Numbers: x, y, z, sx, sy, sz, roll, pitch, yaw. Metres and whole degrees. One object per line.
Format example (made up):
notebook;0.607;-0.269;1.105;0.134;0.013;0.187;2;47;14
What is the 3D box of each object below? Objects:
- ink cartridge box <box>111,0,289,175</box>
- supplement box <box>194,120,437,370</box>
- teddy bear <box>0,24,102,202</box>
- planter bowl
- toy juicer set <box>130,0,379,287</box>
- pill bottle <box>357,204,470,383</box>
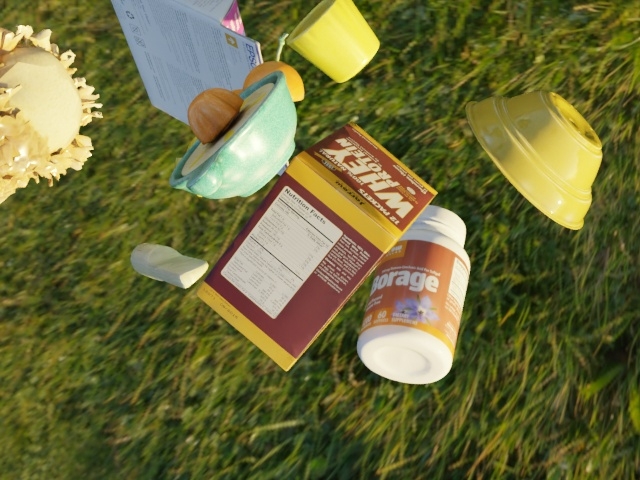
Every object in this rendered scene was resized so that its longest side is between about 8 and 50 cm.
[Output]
ink cartridge box;-0.176;-0.277;1.723;0.330;0.324;0.071;29;64;25
supplement box;0.000;0.000;1.164;0.129;0.191;0.194;40;114;4
teddy bear;-0.257;-0.004;0.533;0.113;0.245;0.338;17;82;44
planter bowl;0.292;-0.125;1.381;0.217;0.217;0.090;48;116;4
toy juicer set;-0.095;-0.080;0.946;0.089;0.329;0.209;44;147;-17
pill bottle;0.125;0.065;1.394;0.121;0.216;0.121;11;145;8
